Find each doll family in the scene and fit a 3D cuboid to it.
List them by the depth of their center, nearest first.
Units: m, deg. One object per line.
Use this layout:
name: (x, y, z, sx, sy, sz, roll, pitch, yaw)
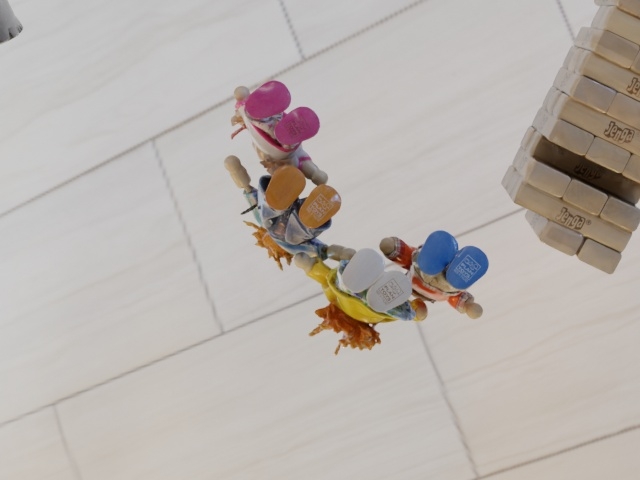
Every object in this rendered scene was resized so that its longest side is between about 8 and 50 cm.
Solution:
doll family: (0.000, 0.000, 0.923, 0.263, 0.163, 0.118, 42, 80, 3)

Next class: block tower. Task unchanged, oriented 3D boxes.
block tower: (0.241, -0.149, 0.845, 0.091, 0.097, 0.335, 24, 102, -4)

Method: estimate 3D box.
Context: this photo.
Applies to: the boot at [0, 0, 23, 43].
boot: (-0.207, -0.155, 0.440, 0.118, 0.338, 0.223, -28, 109, -13)
